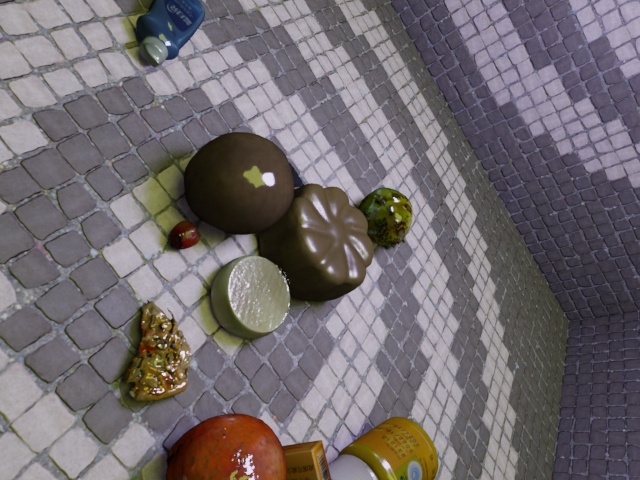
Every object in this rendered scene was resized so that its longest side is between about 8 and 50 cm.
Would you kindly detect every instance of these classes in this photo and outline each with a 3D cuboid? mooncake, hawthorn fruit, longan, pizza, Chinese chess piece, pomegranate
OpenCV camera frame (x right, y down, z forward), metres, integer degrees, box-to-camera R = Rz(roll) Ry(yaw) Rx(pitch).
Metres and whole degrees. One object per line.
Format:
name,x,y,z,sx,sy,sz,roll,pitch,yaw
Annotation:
mooncake,0.000,0.000,1.402,0.378,0.200,0.379,22,58,-40
hawthorn fruit,-0.186,0.502,0.971,0.307,0.275,0.276,-22,89,-63
longan,-0.216,-0.151,1.194,0.297,0.297,0.298,20,60,-39
pizza,-0.359,0.256,1.021,0.147,0.069,0.227,25,57,-35
hawthorn fruit,-0.350,-0.012,1.142,0.077,0.077,0.077,20,60,-39
Chinese chess piece,-0.188,0.154,1.223,0.237,0.092,0.238,20,59,-38
pomegranate,0.272,-0.070,1.705,0.276,0.204,0.222,42,66,-22

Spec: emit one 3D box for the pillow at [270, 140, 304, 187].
pillow,-0.148,-0.242,1.424,0.141,0.055,0.208,-21,65,-48

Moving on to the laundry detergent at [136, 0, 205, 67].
laundry detergent,-0.443,-0.619,1.285,0.143,0.094,0.290,38,49,-34

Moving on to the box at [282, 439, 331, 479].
box,-0.052,0.649,1.084,0.076,0.174,0.274,8,66,-68

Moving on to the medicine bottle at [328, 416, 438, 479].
medicine bottle,0.150,0.670,1.253,0.384,0.224,0.225,-5,77,-47
